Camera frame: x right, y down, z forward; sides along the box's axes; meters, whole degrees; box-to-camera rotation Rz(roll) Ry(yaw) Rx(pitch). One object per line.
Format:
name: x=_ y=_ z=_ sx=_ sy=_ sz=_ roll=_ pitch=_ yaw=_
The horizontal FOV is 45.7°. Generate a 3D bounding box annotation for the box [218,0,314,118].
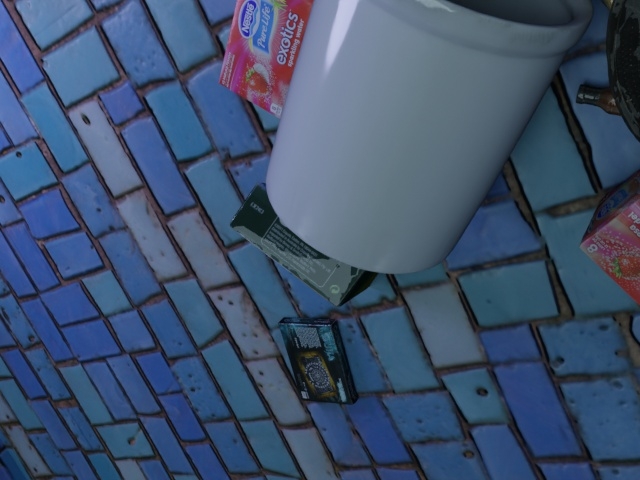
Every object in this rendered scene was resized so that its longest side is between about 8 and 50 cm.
box: x=-0.050 y=-0.335 z=1.154 sx=0.128 sy=0.122 sz=0.257 roll=31 pitch=128 yaw=14

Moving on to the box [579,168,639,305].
box: x=0.512 y=0.039 z=1.004 sx=0.300 sy=0.154 sz=0.142 roll=44 pitch=130 yaw=1

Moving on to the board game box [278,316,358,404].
board game box: x=-0.004 y=0.240 z=1.510 sx=0.126 sy=0.026 sz=0.186 roll=-1 pitch=115 yaw=32

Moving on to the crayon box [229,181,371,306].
crayon box: x=0.000 y=0.000 z=1.234 sx=0.203 sy=0.323 sz=0.083 roll=37 pitch=98 yaw=8

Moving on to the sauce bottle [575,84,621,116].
sauce bottle: x=0.408 y=-0.185 z=1.012 sx=0.128 sy=0.042 sz=0.042 roll=18 pitch=124 yaw=22

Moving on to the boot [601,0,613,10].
boot: x=0.397 y=-0.356 z=0.860 sx=0.295 sy=0.104 sz=0.211 roll=35 pitch=119 yaw=-25

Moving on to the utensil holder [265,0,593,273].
utensil holder: x=0.114 y=-0.195 z=1.007 sx=0.327 sy=0.327 sz=0.385 roll=33 pitch=130 yaw=12

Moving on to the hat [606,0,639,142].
hat: x=0.483 y=-0.230 z=0.825 sx=0.331 sy=0.134 sz=0.331 roll=7 pitch=114 yaw=17
